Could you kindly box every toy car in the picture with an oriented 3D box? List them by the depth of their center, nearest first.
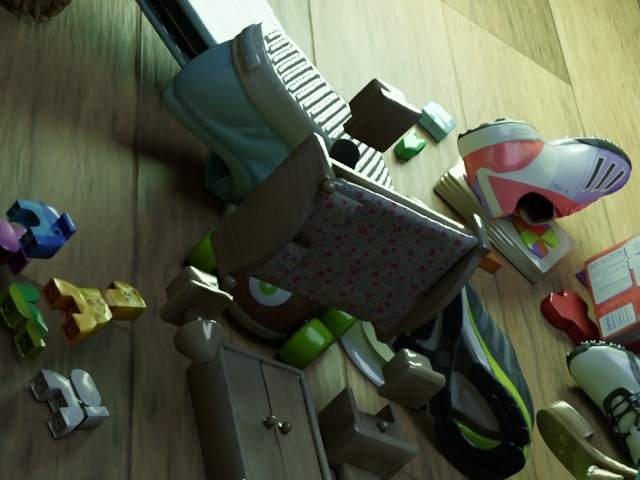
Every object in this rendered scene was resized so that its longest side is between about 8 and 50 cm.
[{"bbox_3d":[0.000,0.000,1.834,0.155,0.188,0.149,46,28,4],"label":"toy car"}]

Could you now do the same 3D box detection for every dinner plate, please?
[{"bbox_3d":[0.073,0.107,1.971,0.141,0.017,0.141,34,30,-22],"label":"dinner plate"}]

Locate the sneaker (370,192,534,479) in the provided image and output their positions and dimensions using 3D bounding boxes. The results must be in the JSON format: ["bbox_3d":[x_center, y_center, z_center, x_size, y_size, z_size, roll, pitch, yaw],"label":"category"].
[{"bbox_3d":[0.127,0.092,1.943,0.300,0.111,0.121,67,18,-2],"label":"sneaker"}]

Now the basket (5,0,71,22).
[{"bbox_3d":[-0.253,-0.411,1.937,0.213,0.299,0.223,37,31,-11],"label":"basket"}]

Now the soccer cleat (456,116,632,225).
[{"bbox_3d":[0.279,-0.068,2.344,0.318,0.109,0.116,8,67,-52],"label":"soccer cleat"}]

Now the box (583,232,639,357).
[{"bbox_3d":[0.475,0.048,2.249,0.142,0.300,0.154,50,21,-34],"label":"box"}]

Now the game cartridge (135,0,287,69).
[{"bbox_3d":[-0.106,-0.229,2.063,0.294,0.060,0.196,56,27,-20],"label":"game cartridge"}]

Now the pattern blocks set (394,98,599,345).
[{"bbox_3d":[0.225,-0.033,2.342,0.325,0.026,0.285,40,29,-8],"label":"pattern blocks set"}]

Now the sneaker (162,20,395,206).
[{"bbox_3d":[-0.034,-0.078,1.972,0.366,0.150,0.135,52,25,-41],"label":"sneaker"}]

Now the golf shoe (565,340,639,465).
[{"bbox_3d":[0.352,0.193,2.156,0.198,0.077,0.094,40,29,-5],"label":"golf shoe"}]

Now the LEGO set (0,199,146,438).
[{"bbox_3d":[-0.207,0.048,1.611,0.093,0.087,0.227,5,49,-49],"label":"LEGO set"}]

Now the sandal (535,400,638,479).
[{"bbox_3d":[0.267,0.252,1.880,0.079,0.088,0.240,-25,44,-20],"label":"sandal"}]

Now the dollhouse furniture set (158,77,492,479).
[{"bbox_3d":[0.058,0.086,1.622,0.303,0.355,0.174,24,35,-34],"label":"dollhouse furniture set"}]

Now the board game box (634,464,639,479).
[{"bbox_3d":[0.344,0.298,1.764,0.160,0.047,0.210,26,73,-10],"label":"board game box"}]
